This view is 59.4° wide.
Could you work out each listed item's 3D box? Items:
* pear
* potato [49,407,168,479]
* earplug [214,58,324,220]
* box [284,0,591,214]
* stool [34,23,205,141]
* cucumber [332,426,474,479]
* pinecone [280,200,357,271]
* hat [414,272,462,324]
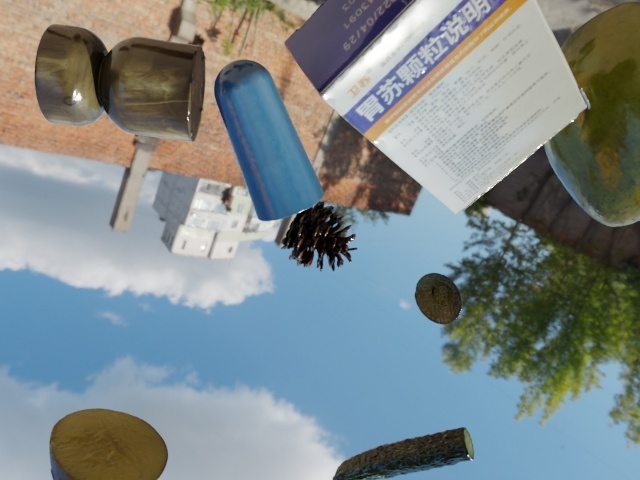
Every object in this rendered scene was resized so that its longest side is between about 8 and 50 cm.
[{"bbox_3d":[0.452,-0.178,0.818,0.252,0.307,0.253,-9,167,-2],"label":"pear"},{"bbox_3d":[-0.350,0.394,0.912,0.203,0.158,0.178,18,-165,22],"label":"potato"},{"bbox_3d":[-0.101,-0.183,0.993,0.132,0.273,0.132,-19,-160,7],"label":"earplug"},{"bbox_3d":[0.137,-0.174,0.603,0.299,0.200,0.106,30,-155,-46],"label":"box"},{"bbox_3d":[-0.356,-0.288,1.039,0.264,0.179,0.179,8,-163,-6],"label":"stool"},{"bbox_3d":[0.159,0.438,1.128,0.293,0.068,0.067,-19,-173,15],"label":"cucumber"},{"bbox_3d":[0.005,-0.001,1.296,0.165,0.163,0.163,28,-164,12],"label":"pinecone"},{"bbox_3d":[0.336,0.150,1.531,0.146,0.146,0.067,31,-147,32],"label":"hat"}]
